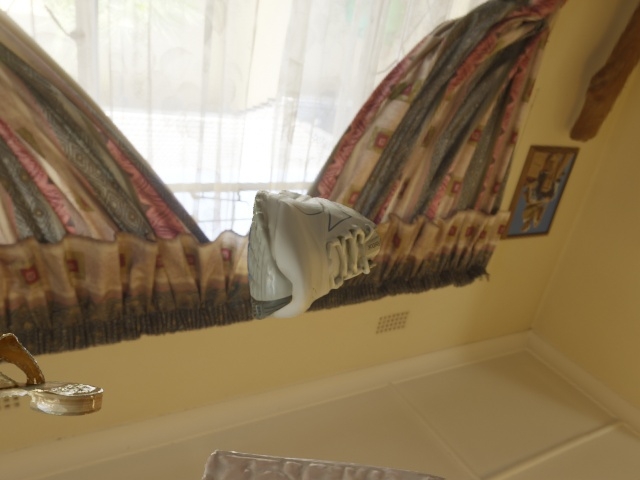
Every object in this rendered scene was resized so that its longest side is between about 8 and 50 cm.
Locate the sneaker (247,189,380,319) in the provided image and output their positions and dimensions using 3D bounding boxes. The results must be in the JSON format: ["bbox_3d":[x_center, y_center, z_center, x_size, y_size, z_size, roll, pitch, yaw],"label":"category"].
[{"bbox_3d":[0.000,0.000,0.504,0.129,0.111,0.297,6,-165,4],"label":"sneaker"}]

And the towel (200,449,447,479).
[{"bbox_3d":[-0.010,0.374,0.485,0.317,0.053,0.332,3,-152,8],"label":"towel"}]

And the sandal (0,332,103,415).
[{"bbox_3d":[-0.374,0.154,0.594,0.240,0.079,0.088,4,174,11],"label":"sandal"}]
